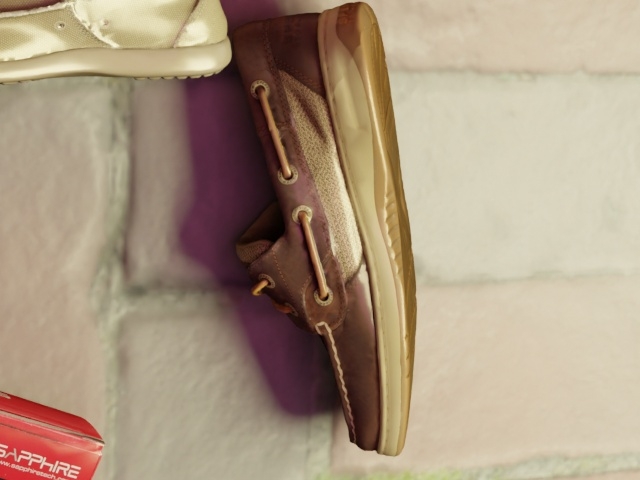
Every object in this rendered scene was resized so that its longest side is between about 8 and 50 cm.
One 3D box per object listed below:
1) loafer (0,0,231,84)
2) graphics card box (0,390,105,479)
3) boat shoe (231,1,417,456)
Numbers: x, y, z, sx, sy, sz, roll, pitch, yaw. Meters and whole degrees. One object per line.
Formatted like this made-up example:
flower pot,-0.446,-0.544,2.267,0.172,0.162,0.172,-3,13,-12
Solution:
loafer,-0.185,-0.152,1.006,0.269,0.102,0.092,-5,103,-31
graphics card box,-0.326,0.262,1.044,0.233,0.094,0.370,21,93,-26
boat shoe,0.000,0.000,1.122,0.123,0.123,0.342,-5,113,9
